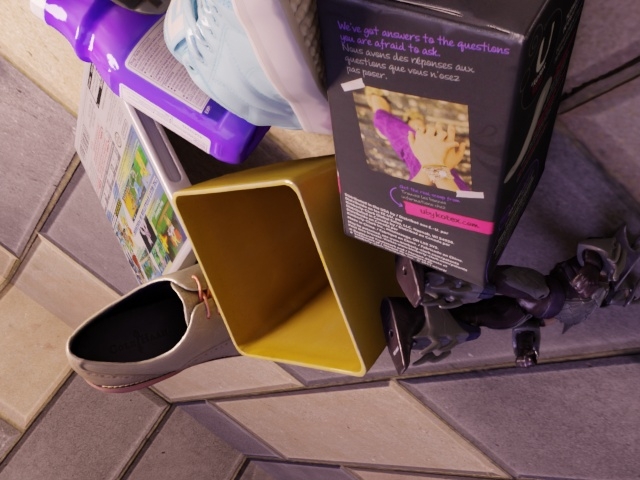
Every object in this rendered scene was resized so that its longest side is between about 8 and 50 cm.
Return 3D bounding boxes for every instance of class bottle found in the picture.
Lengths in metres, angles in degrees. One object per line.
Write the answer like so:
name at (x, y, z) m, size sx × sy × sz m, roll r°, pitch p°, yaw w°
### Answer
bottle at (-0.178, -0.199, 0.769) m, size 0.283 × 0.118 × 0.092 m, roll 32°, pitch 153°, yaw 1°

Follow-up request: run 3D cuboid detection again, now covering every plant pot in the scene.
plant pot at (0.000, 0.000, 0.790) m, size 0.212 × 0.187 × 0.212 m, roll -1°, pitch 116°, yaw 47°

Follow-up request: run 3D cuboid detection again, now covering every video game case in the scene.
video game case at (-0.259, -0.080, 0.982) m, size 0.300 × 0.036 × 0.329 m, roll 63°, pitch 152°, yaw 8°

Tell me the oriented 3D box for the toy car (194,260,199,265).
toy car at (-0.107, 0.026, 1.084) m, size 0.155 × 0.149 × 0.188 m, roll 36°, pitch -179°, yaw 6°

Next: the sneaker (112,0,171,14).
sneaker at (-0.249, -0.328, 0.694) m, size 0.267 × 0.101 × 0.106 m, roll 42°, pitch 173°, yaw -18°

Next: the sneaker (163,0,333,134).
sneaker at (-0.064, -0.166, 0.546) m, size 0.150 × 0.135 × 0.366 m, roll 3°, pitch 167°, yaw 8°

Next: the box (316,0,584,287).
box at (0.105, -0.115, 0.559) m, size 0.143 × 0.165 × 0.270 m, roll 22°, pitch 149°, yaw 20°

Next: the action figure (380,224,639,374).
action figure at (0.206, 0.060, 0.707) m, size 0.285 × 0.099 × 0.185 m, roll -1°, pitch 133°, yaw -17°

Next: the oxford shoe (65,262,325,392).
oxford shoe at (-0.124, 0.084, 0.894) m, size 0.140 × 0.397 × 0.146 m, roll 61°, pitch 169°, yaw 11°
